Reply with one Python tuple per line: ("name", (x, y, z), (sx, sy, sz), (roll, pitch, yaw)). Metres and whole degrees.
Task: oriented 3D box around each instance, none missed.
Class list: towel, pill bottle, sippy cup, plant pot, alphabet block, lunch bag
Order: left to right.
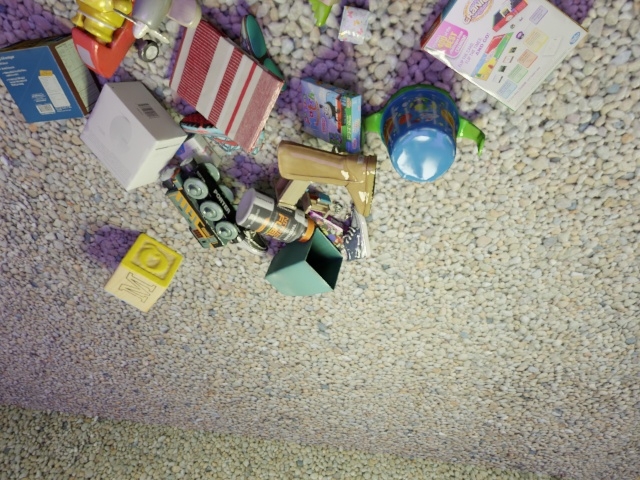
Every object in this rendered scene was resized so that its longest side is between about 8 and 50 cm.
("alphabet block", (-0.695, 0.127, 1.698), (0.194, 0.192, 0.197), (34, 127, -20))
("towel", (-0.270, -0.433, 1.199), (0.329, 0.037, 0.237), (40, 125, 8))
("pill bottle", (-0.143, -0.072, 1.426), (0.246, 0.130, 0.130), (21, 130, -29))
("plant pot", (-0.071, 0.098, 1.548), (0.235, 0.165, 0.165), (-22, 123, 35))
("lunch bag", (0.085, -0.557, 1.115), (0.071, 0.053, 0.083), (10, 120, -2))
("sippy cup", (0.278, -0.282, 1.197), (0.306, 0.224, 0.240), (-25, 122, 25))

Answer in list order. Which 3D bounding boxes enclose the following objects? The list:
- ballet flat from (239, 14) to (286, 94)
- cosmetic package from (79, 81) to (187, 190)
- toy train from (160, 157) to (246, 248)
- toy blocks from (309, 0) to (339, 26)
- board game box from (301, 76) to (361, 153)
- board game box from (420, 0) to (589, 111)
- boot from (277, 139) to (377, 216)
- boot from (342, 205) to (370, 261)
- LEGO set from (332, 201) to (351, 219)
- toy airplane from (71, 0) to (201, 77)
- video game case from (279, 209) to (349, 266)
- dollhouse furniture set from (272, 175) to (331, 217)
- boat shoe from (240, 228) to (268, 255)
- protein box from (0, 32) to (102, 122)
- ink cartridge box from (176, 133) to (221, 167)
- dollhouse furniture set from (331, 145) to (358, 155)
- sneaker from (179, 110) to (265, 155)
("ballet flat", (-0.174, -0.501, 1.193), (0.079, 0.076, 0.221), (-3, 131, 36))
("cosmetic package", (-0.568, -0.316, 1.309), (0.224, 0.138, 0.225), (49, 122, 0))
("toy train", (-0.384, -0.114, 1.426), (0.191, 0.142, 0.333), (-13, 126, 26))
("toy blocks", (-0.022, -0.723, 0.939), (0.261, 0.190, 0.381), (30, 127, -1))
("board game box", (0.028, -0.353, 1.213), (0.212, 0.039, 0.160), (36, 143, 39))
("board game box", (0.454, -0.512, 1.087), (0.317, 0.064, 0.242), (28, 127, -14))
("boot", (0.023, -0.179, 1.246), (0.270, 0.089, 0.236), (9, 140, 9))
("boot", (0.114, -0.020, 1.492), (0.086, 0.069, 0.189), (-17, 105, -13))
("LEGO set", (0.070, -0.102, 1.502), (0.083, 0.023, 0.054), (27, 127, -13))
("toy airplane", (-0.479, -0.607, 0.969), (0.387, 0.272, 0.383), (-9, 106, 29))
("video game case", (0.000, 0.000, 1.583), (0.232, 0.041, 0.210), (30, 125, -15))
("dollhouse furniture set", (-0.040, -0.180, 1.410), (0.184, 0.128, 0.129), (14, 133, -32))
("boat shoe", (-0.268, -0.029, 1.578), (0.219, 0.077, 0.070), (40, 124, -20))
("protein box", (-0.788, -0.472, 1.260), (0.200, 0.135, 0.201), (-3, 128, 11))
("ink cartridge box", (-0.401, -0.279, 1.411), (0.089, 0.052, 0.122), (-21, 122, 24))
("dollhouse furniture set", (0.050, -0.211, 1.351), (0.161, 0.101, 0.181), (-18, 125, 4))
("sneaker", (-0.306, -0.318, 1.334), (0.262, 0.104, 0.125), (10, 133, 2))
